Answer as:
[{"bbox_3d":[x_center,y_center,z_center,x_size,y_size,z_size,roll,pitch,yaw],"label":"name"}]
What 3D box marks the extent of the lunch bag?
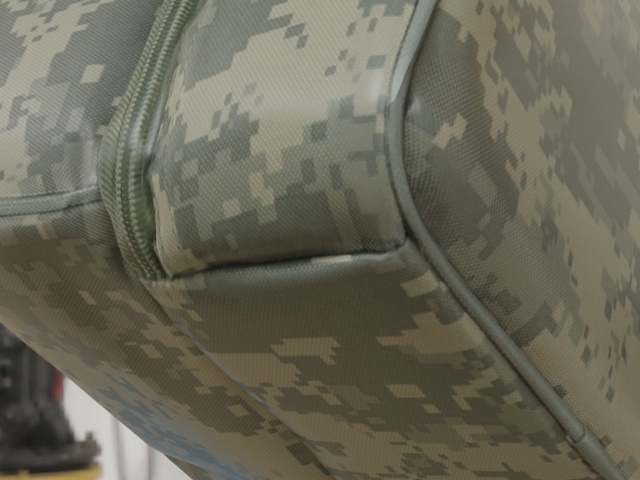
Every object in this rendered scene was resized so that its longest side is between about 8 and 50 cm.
[{"bbox_3d":[0.000,0.000,0.534,0.256,0.212,0.305,-10,-41,31],"label":"lunch bag"}]
